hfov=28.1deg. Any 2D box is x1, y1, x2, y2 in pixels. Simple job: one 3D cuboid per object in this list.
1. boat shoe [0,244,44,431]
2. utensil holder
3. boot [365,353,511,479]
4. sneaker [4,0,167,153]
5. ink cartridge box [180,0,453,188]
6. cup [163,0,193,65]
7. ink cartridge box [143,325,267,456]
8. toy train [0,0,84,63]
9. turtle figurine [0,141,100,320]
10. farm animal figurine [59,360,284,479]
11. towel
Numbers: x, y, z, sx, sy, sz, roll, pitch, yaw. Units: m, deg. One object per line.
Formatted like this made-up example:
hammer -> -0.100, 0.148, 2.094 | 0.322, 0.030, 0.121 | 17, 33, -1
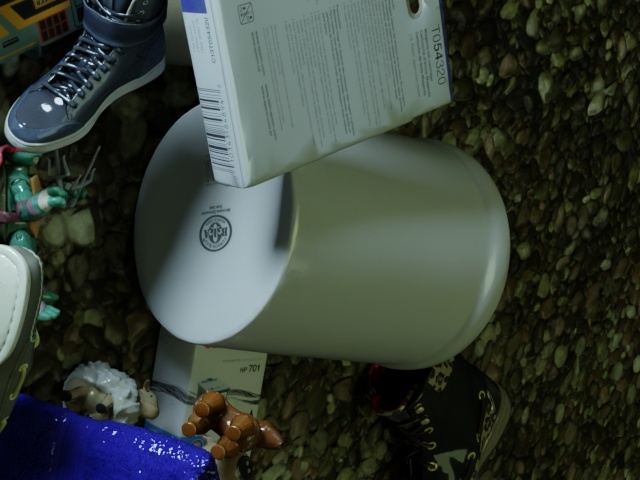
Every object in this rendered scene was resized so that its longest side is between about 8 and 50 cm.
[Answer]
boat shoe -> -0.369, 0.120, 1.411 | 0.091, 0.109, 0.305 | -21, 145, -55
utensil holder -> 0.000, 0.000, 1.655 | 0.385, 0.328, 0.327 | 8, 97, -45
boot -> 0.159, 0.329, 2.053 | 0.377, 0.138, 0.284 | -58, 136, -21
sneaker -> -0.246, -0.203, 1.346 | 0.226, 0.086, 0.163 | -46, 164, -35
ink cartridge box -> -0.004, -0.260, 1.395 | 0.330, 0.071, 0.324 | -25, 115, -38
cup -> -0.082, -0.360, 1.516 | 0.331, 0.237, 0.331 | -16, 113, -43
ink cartridge box -> -0.155, 0.201, 1.734 | 0.140, 0.082, 0.190 | 1, 103, -46
toy train -> -0.373, -0.257, 1.333 | 0.334, 0.142, 0.190 | -35, 135, -33
turtle figurine -> -0.326, -0.034, 1.465 | 0.175, 0.118, 0.234 | -70, 166, -75
farm animal figurine -> -0.174, 0.327, 1.599 | 0.172, 0.327, 0.330 | -20, 117, -71
towel -> -0.270, 0.318, 1.490 | 0.076, 0.308, 0.227 | -19, 117, -63
